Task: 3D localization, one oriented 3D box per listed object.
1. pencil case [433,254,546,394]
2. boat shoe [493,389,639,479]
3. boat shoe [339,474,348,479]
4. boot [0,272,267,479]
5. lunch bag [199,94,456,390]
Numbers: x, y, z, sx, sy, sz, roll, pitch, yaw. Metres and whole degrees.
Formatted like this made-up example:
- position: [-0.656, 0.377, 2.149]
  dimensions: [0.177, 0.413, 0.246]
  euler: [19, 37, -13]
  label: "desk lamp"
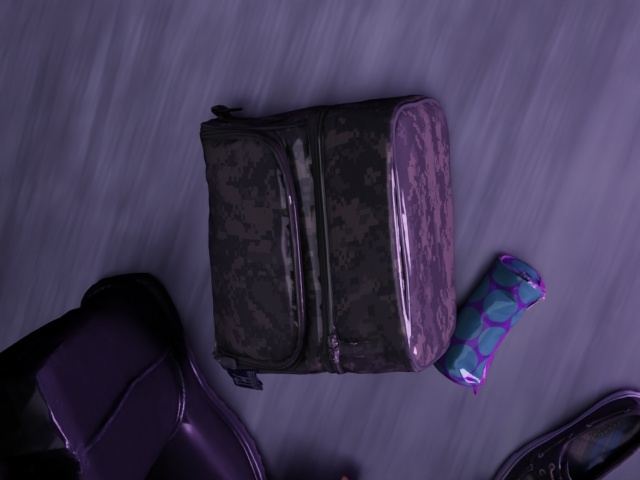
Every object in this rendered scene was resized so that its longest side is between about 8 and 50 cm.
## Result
- position: [0.191, 0.093, 1.561]
  dimensions: [0.070, 0.064, 0.152]
  euler: [36, 101, 14]
  label: "pencil case"
- position: [0.287, 0.258, 1.577]
  dimensions: [0.228, 0.076, 0.080]
  euler: [-35, 96, 8]
  label: "boat shoe"
- position: [0.008, 0.373, 1.616]
  dimensions: [0.073, 0.073, 0.207]
  euler: [28, 110, 11]
  label: "boat shoe"
- position: [-0.194, 0.239, 1.416]
  dimensions: [0.146, 0.445, 0.367]
  euler: [-28, 97, 8]
  label: "boot"
- position: [0.000, 0.000, 1.494]
  dimensions: [0.256, 0.212, 0.305]
  euler: [-1, 99, 21]
  label: "lunch bag"
